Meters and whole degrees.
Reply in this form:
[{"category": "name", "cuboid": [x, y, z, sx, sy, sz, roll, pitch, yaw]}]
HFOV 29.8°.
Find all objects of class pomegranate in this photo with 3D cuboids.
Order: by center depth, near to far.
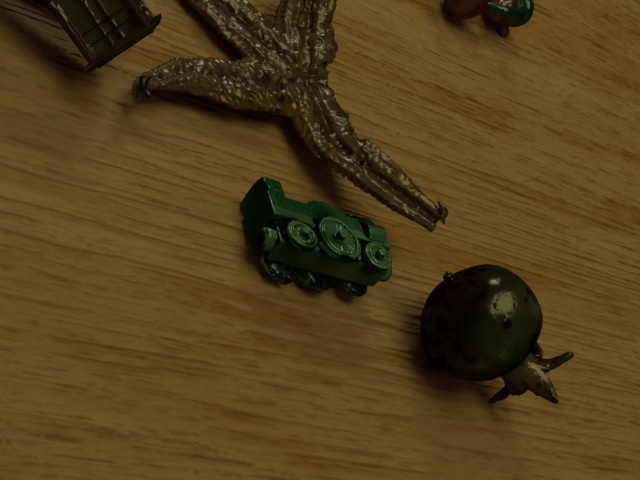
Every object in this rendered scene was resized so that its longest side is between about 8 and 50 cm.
[{"category": "pomegranate", "cuboid": [0.194, 0.102, 1.364, 0.169, 0.148, 0.149, 37, 39, -34]}]

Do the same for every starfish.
[{"category": "starfish", "cuboid": [-0.042, -0.222, 1.392, 0.383, 0.132, 0.398, 14, 65, -31]}]

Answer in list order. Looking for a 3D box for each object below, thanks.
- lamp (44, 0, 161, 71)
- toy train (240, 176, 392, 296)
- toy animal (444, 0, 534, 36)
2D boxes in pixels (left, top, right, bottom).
[{"category": "lamp", "cuboid": [-0.283, -0.326, 1.180, 0.325, 0.089, 0.090, 56, 7, -16]}, {"category": "toy train", "cuboid": [0.000, 0.000, 1.305, 0.178, 0.071, 0.105, 15, 40, -36]}, {"category": "toy animal", "cuboid": [0.254, -0.368, 1.822, 0.103, 0.100, 0.208, 30, 7, 40]}]
